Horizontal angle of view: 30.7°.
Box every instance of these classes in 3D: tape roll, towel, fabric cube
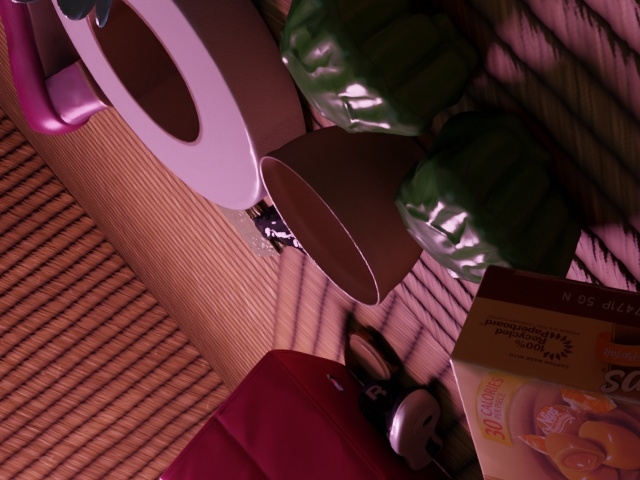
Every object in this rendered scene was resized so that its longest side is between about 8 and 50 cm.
[{"bbox_3d":[-0.168,-0.208,1.261,0.392,0.072,0.392,44,160,21],"label":"tape roll"},{"bbox_3d":[-0.095,-0.024,1.640,0.110,0.027,0.148,53,165,-6],"label":"towel"},{"bbox_3d":[-0.015,0.342,1.662,0.258,0.259,0.254,45,-169,28],"label":"fabric cube"}]

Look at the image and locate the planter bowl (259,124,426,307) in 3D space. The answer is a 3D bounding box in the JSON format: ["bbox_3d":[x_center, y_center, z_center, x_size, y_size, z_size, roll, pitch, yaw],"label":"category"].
[{"bbox_3d":[0.039,-0.037,1.014,0.162,0.109,0.162,49,165,17],"label":"planter bowl"}]

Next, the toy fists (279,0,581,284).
[{"bbox_3d":[0.080,-0.077,0.826,0.279,0.096,0.142,53,173,-9],"label":"toy fists"}]

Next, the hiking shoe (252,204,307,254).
[{"bbox_3d":[0.000,0.000,1.275,0.114,0.086,0.227,58,164,-10],"label":"hiking shoe"}]

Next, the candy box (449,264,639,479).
[{"bbox_3d":[0.214,0.157,0.843,0.183,0.088,0.316,12,147,26],"label":"candy box"}]

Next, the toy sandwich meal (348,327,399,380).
[{"bbox_3d":[0.070,0.149,1.542,0.085,0.029,0.085,44,160,21],"label":"toy sandwich meal"}]

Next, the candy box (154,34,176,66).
[{"bbox_3d":[-0.244,-0.246,1.492,0.206,0.027,0.105,32,151,35],"label":"candy box"}]

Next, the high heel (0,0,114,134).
[{"bbox_3d":[-0.391,-0.312,1.474,0.181,0.127,0.377,-13,103,41],"label":"high heel"}]

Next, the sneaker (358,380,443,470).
[{"bbox_3d":[0.093,0.223,1.536,0.121,0.079,0.217,43,165,27],"label":"sneaker"}]

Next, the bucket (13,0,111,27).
[{"bbox_3d":[-0.273,-0.311,0.970,0.281,0.183,0.281,21,-171,-4],"label":"bucket"}]
